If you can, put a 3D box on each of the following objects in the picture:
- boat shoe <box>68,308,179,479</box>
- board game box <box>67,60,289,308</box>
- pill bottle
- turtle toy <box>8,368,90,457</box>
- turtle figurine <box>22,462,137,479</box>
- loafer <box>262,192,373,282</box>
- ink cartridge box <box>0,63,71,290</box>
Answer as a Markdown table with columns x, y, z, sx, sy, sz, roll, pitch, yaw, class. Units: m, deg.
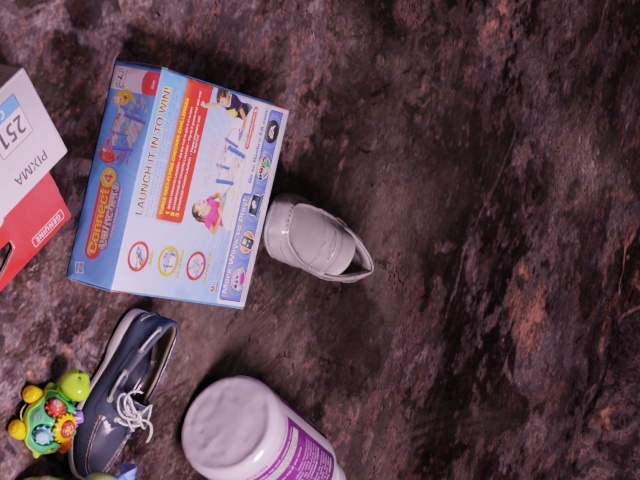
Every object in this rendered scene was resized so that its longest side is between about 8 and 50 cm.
| x | y | z | sx | sy | sz | roll | pitch | yaw | class |
| --- | --- | --- | --- | --- | --- | --- | --- | --- | --- |
| -0.271 | 0.221 | 2.162 | 0.095 | 0.079 | 0.254 | 46 | 64 | -52 | boat shoe |
| -0.193 | -0.071 | 2.168 | 0.302 | 0.086 | 0.308 | 13 | 91 | -56 | board game box |
| -0.077 | 0.341 | 2.407 | 0.301 | 0.169 | 0.169 | 47 | 62 | -51 | pill bottle |
| -0.352 | 0.231 | 2.059 | 0.095 | 0.066 | 0.130 | 38 | 70 | -54 | turtle toy |
| -0.353 | 0.419 | 2.039 | 0.275 | 0.198 | 0.266 | -43 | 149 | -35 | turtle figurine |
| 0.000 | 0.000 | 2.401 | 0.319 | 0.111 | 0.112 | 27 | 77 | -68 | loafer |
| -0.420 | -0.026 | 1.873 | 0.296 | 0.066 | 0.261 | -52 | 138 | -32 | ink cartridge box |
